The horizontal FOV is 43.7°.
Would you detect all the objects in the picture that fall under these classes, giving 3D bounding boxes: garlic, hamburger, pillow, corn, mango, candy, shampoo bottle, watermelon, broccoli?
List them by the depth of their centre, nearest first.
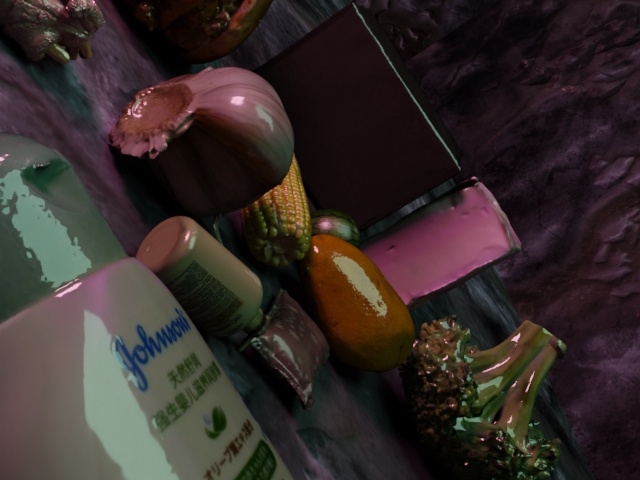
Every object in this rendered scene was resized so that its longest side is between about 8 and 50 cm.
[{"bbox_3d":[-0.153,0.093,0.502,0.349,0.151,0.222,57,19,-1],"label":"shampoo bottle"},{"bbox_3d":[-0.108,0.049,0.813,0.162,0.079,0.079,44,22,-37],"label":"shampoo bottle"},{"bbox_3d":[-0.139,-0.077,0.894,0.207,0.207,0.256,22,74,-62],"label":"garlic"},{"bbox_3d":[-0.030,0.124,0.959,0.118,0.043,0.185,53,18,-8],"label":"pillow"},{"bbox_3d":[-0.067,-0.066,1.100,0.093,0.093,0.244,44,21,-38],"label":"corn"},{"bbox_3d":[0.046,0.089,1.103,0.227,0.109,0.147,51,44,-20],"label":"mango"},{"bbox_3d":[-0.170,-0.395,1.160,0.211,0.245,0.260,46,1,-30],"label":"hamburger"},{"bbox_3d":[0.006,-0.001,1.185,0.109,0.109,0.109,50,19,-24],"label":"watermelon"},{"bbox_3d":[0.241,0.246,1.214,0.288,0.236,0.259,50,52,-49],"label":"broccoli"},{"bbox_3d":[0.208,0.015,1.427,0.155,0.265,0.116,61,14,9],"label":"candy"}]

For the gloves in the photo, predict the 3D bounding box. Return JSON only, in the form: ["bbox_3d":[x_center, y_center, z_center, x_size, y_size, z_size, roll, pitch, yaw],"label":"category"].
[{"bbox_3d":[-0.289,-0.247,0.816,0.110,0.094,0.144,54,22,25],"label":"gloves"}]

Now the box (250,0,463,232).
[{"bbox_3d":[0.066,-0.214,1.444,0.345,0.251,0.204,57,17,-4],"label":"box"}]
